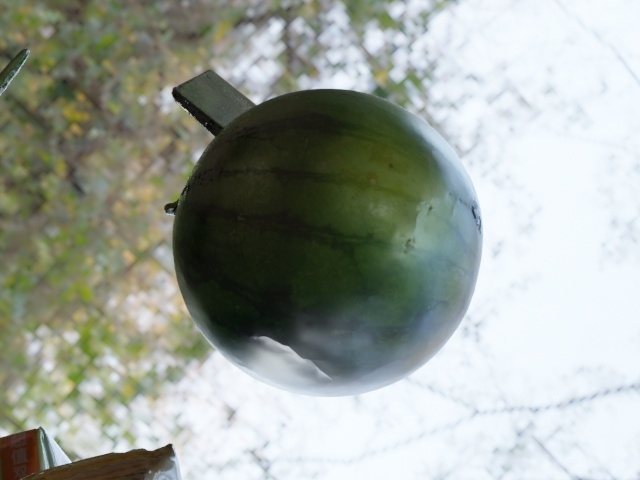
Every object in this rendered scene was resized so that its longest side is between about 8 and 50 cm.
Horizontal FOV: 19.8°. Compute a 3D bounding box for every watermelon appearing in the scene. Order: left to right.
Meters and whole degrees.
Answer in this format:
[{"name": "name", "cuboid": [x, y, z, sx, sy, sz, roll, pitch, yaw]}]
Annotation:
[{"name": "watermelon", "cuboid": [0.005, 0.001, 1.419, 0.242, 0.242, 0.242, -29, -145, 23]}]

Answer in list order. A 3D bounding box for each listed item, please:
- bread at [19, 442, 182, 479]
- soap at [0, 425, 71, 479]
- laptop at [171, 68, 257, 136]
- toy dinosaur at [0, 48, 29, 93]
[{"name": "bread", "cuboid": [-0.164, 0.283, 1.315, 0.274, 0.149, 0.274, -176, -90, -73]}, {"name": "soap", "cuboid": [-0.294, 0.279, 1.543, 0.199, 0.138, 0.182, -16, -123, 7]}, {"name": "laptop", "cuboid": [-0.069, -0.103, 1.671, 0.016, 0.135, 0.197, -50, -179, 12]}, {"name": "toy dinosaur", "cuboid": [-0.353, 0.012, 1.467, 0.447, 0.301, 0.087, -33, -108, 11]}]
